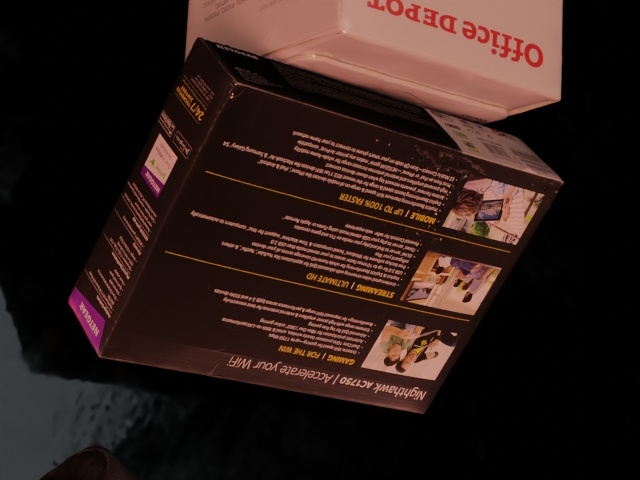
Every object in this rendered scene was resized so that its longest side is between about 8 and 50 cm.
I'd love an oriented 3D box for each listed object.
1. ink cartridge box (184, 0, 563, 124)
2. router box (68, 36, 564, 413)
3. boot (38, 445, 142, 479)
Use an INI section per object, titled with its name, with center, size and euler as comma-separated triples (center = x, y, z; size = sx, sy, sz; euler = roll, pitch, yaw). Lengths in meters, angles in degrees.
[ink cartridge box]
center = 0.025, -0.144, 0.755
size = 0.128, 0.127, 0.176
euler = 13, 73, -35
[router box]
center = 0.000, 0.000, 0.714
size = 0.179, 0.046, 0.133
euler = 14, 114, -35
[boot]
center = 0.048, 0.218, 0.706
size = 0.445, 0.146, 0.367
euler = 35, 60, -22
